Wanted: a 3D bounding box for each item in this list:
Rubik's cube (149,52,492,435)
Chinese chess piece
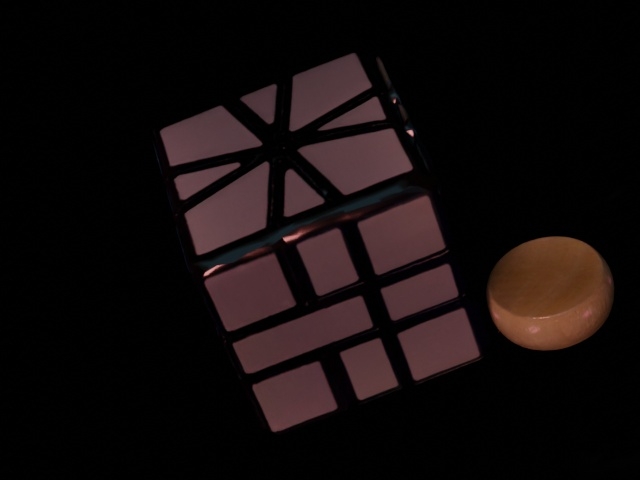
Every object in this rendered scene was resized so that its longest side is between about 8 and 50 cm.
[{"bbox_3d":[0.000,0.000,1.932,0.293,0.283,0.288,-24,39,1],"label":"Rubik's cube"},{"bbox_3d":[0.259,0.060,1.921,0.144,0.058,0.144,-11,41,10],"label":"Chinese chess piece"}]
